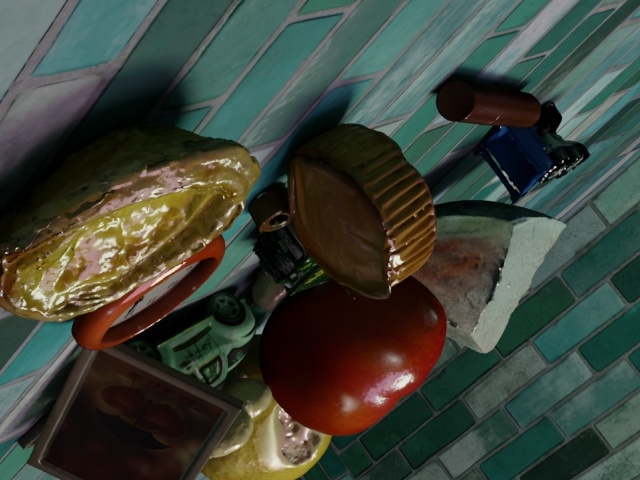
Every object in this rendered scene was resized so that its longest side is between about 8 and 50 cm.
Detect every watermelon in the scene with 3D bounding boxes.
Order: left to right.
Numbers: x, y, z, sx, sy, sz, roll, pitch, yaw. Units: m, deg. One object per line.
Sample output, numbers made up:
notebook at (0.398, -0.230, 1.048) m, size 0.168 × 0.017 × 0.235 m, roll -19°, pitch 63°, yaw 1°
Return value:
watermelon at (0.224, 0.064, 2.200) m, size 0.387 × 0.258 × 0.228 m, roll -15°, pitch -179°, yaw 8°

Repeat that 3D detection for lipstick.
lipstick at (0.238, -0.185, 1.855) m, size 0.057 × 0.057 × 0.356 m, roll -40°, pitch 168°, yaw 19°

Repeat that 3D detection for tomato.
tomato at (0.035, 0.150, 2.019) m, size 0.298 × 0.226 × 0.298 m, roll -45°, pitch -166°, yaw 15°

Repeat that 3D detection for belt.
belt at (-0.057, -0.038, 1.633) m, size 0.059 × 0.036 × 0.083 m, roll -31°, pitch 169°, yaw 6°

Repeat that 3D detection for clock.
clock at (-0.197, 0.052, 1.536) m, size 0.205 × 0.051 × 0.205 m, roll -36°, pitch 169°, yaw -8°

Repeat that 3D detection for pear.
pear at (-0.108, 0.279, 2.198) m, size 0.271 × 0.271 × 0.271 m, roll -35°, pitch 168°, yaw -8°

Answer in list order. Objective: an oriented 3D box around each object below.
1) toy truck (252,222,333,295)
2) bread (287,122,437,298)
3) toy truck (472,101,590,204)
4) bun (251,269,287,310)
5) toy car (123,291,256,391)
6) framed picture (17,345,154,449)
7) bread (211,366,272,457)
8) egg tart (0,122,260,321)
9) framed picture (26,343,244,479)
toy truck at (0.000, 0.000, 1.820) m, size 0.121 × 0.088 × 0.259 m, roll -41°, pitch 169°, yaw 21°
bread at (0.049, -0.037, 1.545) m, size 0.104 × 0.199 × 0.199 m, roll -34°, pitch 169°, yaw -28°
toy truck at (0.335, -0.140, 2.176) m, size 0.126 × 0.113 × 0.208 m, roll -41°, pitch 167°, yaw 28°
bun at (-0.067, 0.061, 1.945) m, size 0.086 × 0.055 × 0.086 m, roll -46°, pitch 178°, yaw -2°
toy car at (-0.190, 0.185, 1.857) m, size 0.306 × 0.125 × 0.136 m, roll -25°, pitch 158°, yaw -47°
framed picture at (-0.325, 0.221, 1.923) m, size 0.203 × 0.015 × 0.150 m, roll -43°, pitch 167°, yaw 25°
bread at (-0.223, 0.267, 1.963) m, size 0.316 × 0.054 × 0.316 m, roll -18°, pitch -161°, yaw 6°
egg tart at (-0.184, -0.024, 1.197) m, size 0.279 × 0.095 × 0.279 m, roll -29°, pitch 166°, yaw -8°
framed picture at (-0.248, 0.252, 1.754) m, size 0.289 × 0.211 × 0.020 m, roll -57°, pitch -172°, yaw 40°
